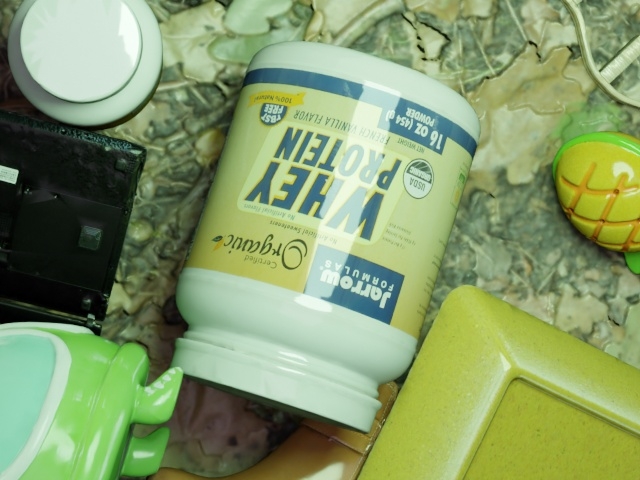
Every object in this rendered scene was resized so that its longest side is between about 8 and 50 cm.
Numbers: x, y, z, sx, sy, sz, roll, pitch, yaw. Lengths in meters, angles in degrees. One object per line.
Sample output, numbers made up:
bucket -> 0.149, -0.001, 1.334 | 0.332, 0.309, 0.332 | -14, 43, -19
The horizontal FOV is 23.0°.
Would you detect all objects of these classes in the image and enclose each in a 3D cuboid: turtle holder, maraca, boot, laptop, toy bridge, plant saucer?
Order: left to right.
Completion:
laptop -> -0.300, -0.001, 1.458 | 0.234, 0.136, 0.264 | 14, 103, -7
turtle holder -> -0.268, 0.224, 1.374 | 0.227, 0.243, 0.320 | 17, 82, -2
boot -> -0.016, 0.213, 1.536 | 0.283, 0.109, 0.220 | 23, 89, -4
plant saucer -> 0.204, 0.256, 1.524 | 0.333, 0.081, 0.332 | 26, 90, -25
toy bridge -> 0.302, -0.181, 1.589 | 0.063, 0.026, 0.188 | -43, 96, -1
maraca -> 0.307, -0.033, 1.557 | 0.185, 0.127, 0.099 | 48, 53, -14

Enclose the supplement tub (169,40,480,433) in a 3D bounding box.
supplement tub -> 0.000, 0.000, 1.448 | 0.228, 0.228, 0.316 | 18, 82, -6

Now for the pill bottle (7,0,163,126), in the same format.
pill bottle -> -0.211, -0.170, 1.427 | 0.136, 0.246, 0.136 | 0, 93, -6
